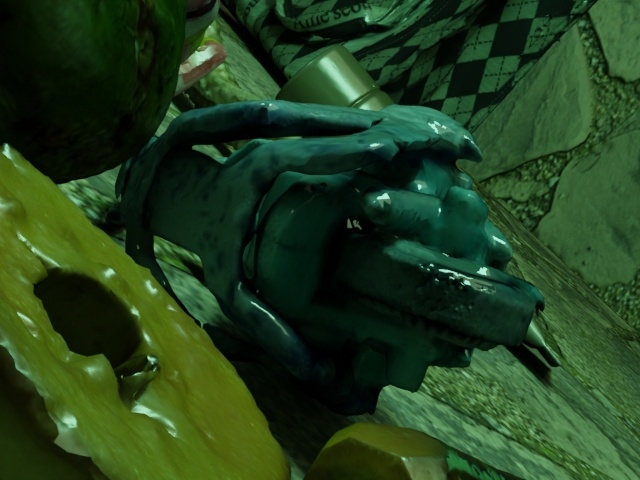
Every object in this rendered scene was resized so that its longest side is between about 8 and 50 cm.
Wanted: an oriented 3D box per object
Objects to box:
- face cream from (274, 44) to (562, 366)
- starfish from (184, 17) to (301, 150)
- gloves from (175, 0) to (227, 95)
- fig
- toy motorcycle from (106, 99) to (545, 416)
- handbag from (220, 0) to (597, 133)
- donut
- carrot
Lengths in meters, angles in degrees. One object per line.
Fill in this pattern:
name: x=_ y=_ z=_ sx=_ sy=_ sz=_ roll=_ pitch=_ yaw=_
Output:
face cream: x=0.097 y=-0.020 z=1.684 sx=0.341 sy=0.084 sz=0.137 roll=50 pitch=-1 yaw=5
starfish: x=-0.149 y=-0.258 z=1.414 sx=0.432 sy=0.082 sz=0.324 roll=51 pitch=-16 yaw=51
gloves: x=-0.128 y=-0.143 z=1.127 sx=0.145 sy=0.126 sz=0.241 roll=54 pitch=-28 yaw=-4
fig: x=-0.179 y=-0.128 z=0.781 sx=0.235 sy=0.203 sz=0.203 roll=4 pitch=2 yaw=10
toy motorcycle: x=0.000 y=0.000 z=0.920 sx=0.206 sy=0.154 sz=0.260 roll=19 pitch=2 yaw=-2
handbag: x=0.088 y=-0.267 z=2.051 sx=0.180 sy=0.317 sz=0.416 roll=44 pitch=6 yaw=-37
donut: x=-0.082 y=0.042 z=0.551 sx=0.162 sy=0.065 sz=0.178 roll=49 pitch=9 yaw=14
carrot: x=0.062 y=0.122 z=0.801 sx=0.070 sy=0.070 sz=0.260 roll=46 pitch=8 yaw=25
